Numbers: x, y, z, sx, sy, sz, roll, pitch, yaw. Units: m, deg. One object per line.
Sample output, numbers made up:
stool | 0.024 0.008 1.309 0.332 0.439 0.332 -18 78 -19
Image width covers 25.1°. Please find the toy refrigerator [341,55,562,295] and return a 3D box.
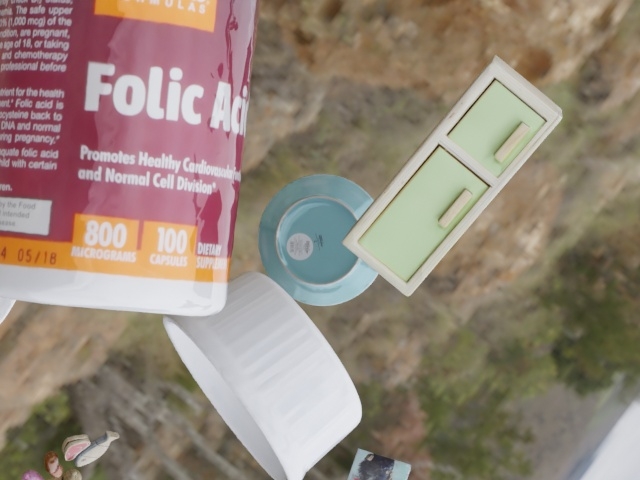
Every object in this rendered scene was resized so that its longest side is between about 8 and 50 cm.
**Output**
toy refrigerator | 0.149 -0.073 1.641 0.269 0.102 0.094 -50 -179 14

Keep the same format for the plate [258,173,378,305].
plate | 0.000 0.000 2.034 0.188 0.188 0.024 -55 173 9

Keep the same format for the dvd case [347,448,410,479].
dvd case | 0.081 0.374 2.173 0.013 0.087 0.119 99 11 -46

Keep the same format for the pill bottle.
pill bottle | -0.167 -0.141 1.200 0.224 0.224 0.392 9 87 -77

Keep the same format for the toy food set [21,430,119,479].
toy food set | -0.268 0.237 1.487 0.078 0.019 0.122 10 135 -45

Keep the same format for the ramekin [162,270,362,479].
ramekin | -0.069 0.172 1.856 0.135 0.277 0.277 -35 165 -14

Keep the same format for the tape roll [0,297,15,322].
tape roll | -0.570 0.038 2.028 0.286 0.286 0.100 -46 -176 -31
